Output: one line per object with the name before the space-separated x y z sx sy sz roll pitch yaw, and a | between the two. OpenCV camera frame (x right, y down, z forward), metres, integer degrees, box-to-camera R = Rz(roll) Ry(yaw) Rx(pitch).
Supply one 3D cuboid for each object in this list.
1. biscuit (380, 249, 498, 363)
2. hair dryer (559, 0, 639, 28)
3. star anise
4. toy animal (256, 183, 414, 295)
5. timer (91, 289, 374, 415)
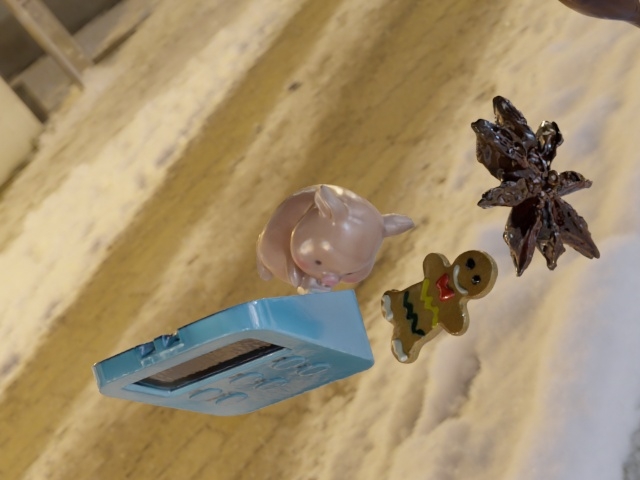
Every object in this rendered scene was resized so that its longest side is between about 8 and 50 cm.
biscuit | 0.193 0.096 1.900 0.240 0.035 0.158 -40 54 30
hair dryer | 0.457 -0.480 1.834 0.123 0.312 0.340 -42 38 43
star anise | 0.299 -0.068 1.599 0.088 0.288 0.288 -17 29 44
toy animal | 0.002 0.002 2.088 0.256 0.195 0.213 20 92 58
timer | -0.092 0.130 1.242 0.232 0.091 0.250 -23 -14 30
